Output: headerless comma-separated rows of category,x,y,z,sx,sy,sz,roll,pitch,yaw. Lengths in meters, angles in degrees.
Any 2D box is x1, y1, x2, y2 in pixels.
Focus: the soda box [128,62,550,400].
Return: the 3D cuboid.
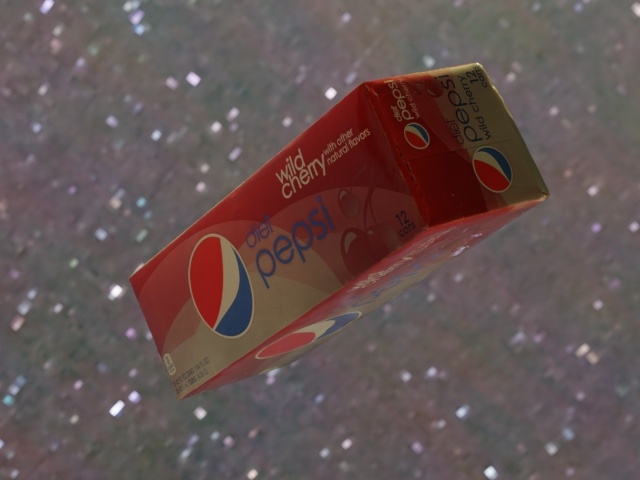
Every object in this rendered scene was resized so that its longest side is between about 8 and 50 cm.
soda box,0.000,0.000,0.992,0.092,0.263,0.083,-14,-105,-39
